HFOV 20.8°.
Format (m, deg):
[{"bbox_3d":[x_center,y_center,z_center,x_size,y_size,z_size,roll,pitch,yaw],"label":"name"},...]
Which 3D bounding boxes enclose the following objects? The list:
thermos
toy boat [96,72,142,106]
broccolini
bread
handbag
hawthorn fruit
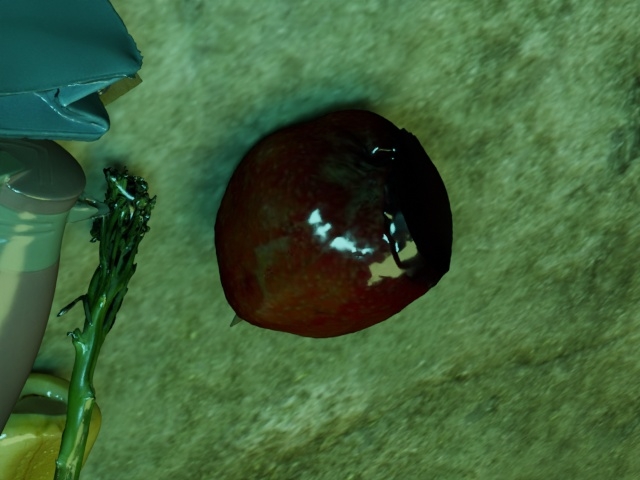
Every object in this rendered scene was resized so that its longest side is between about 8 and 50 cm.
[{"bbox_3d":[-0.277,0.034,1.304,0.176,0.146,0.265,16,121,-23],"label":"thermos"},{"bbox_3d":[-0.173,-0.146,1.175,0.057,0.077,0.200,-32,152,-1],"label":"toy boat"},{"bbox_3d":[-0.182,0.077,1.399,0.123,0.062,0.272,32,69,-79],"label":"broccolini"},{"bbox_3d":[-0.278,0.187,1.579,0.134,0.085,0.173,-7,144,-35],"label":"bread"},{"bbox_3d":[-0.209,-0.148,0.984,0.144,0.221,0.057,-9,145,-40],"label":"handbag"},{"bbox_3d":[0.000,0.000,1.493,0.189,0.190,0.251,-4,154,-43],"label":"hawthorn fruit"}]
